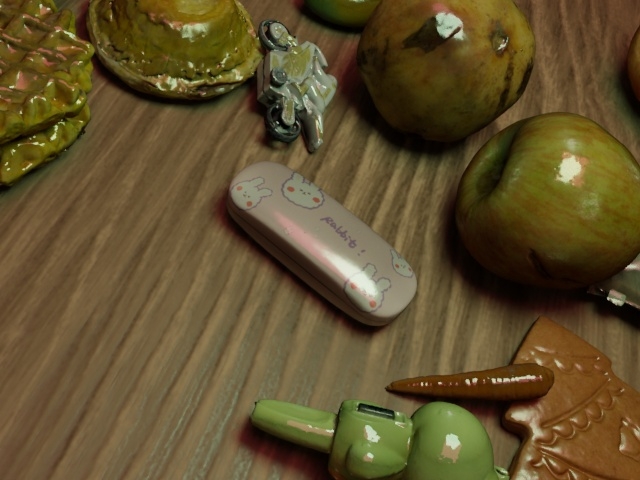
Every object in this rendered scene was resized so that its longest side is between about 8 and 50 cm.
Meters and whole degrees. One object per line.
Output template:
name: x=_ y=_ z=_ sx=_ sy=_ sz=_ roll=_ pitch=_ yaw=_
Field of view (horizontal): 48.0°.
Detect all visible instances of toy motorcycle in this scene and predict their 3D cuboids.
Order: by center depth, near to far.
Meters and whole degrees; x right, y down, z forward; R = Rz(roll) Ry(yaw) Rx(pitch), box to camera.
toy motorcycle: x=-0.034 y=-0.247 z=1.144 sx=0.151 sy=0.074 sz=0.228 roll=10 pitch=61 yaw=-35

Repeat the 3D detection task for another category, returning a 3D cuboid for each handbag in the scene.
handbag: x=0.510 y=0.017 z=1.131 sx=0.183 sy=0.117 sz=0.270 roll=24 pitch=53 yaw=9

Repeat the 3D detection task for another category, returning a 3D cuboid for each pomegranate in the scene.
pomegranate: x=0.200 y=-0.299 z=1.154 sx=0.282 sy=0.281 sz=0.281 roll=9 pitch=54 yaw=-13

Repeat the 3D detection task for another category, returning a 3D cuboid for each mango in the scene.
mango: x=0.086 y=-0.466 z=1.318 sx=0.251 sy=0.114 sz=0.156 roll=-25 pitch=75 yaw=-32

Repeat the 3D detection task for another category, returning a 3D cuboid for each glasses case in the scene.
glasses case: x=0.000 y=0.000 z=0.986 sx=0.297 sy=0.075 sz=0.113 roll=39 pitch=51 yaw=9

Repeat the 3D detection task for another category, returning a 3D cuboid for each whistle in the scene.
whistle: x=0.068 y=0.250 z=0.825 sx=0.294 sy=0.141 sz=0.141 roll=2 pitch=54 yaw=5

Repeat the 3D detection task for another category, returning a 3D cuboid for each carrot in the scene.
carrot: x=0.192 y=0.185 z=0.924 sx=0.217 sy=0.048 sz=0.048 roll=-3 pitch=56 yaw=0

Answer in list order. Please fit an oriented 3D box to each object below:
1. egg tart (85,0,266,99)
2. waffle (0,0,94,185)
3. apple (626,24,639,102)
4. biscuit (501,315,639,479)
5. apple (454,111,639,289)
egg tart: x=-0.223 y=-0.348 z=1.129 sx=0.295 sy=0.116 sz=0.294 roll=10 pitch=52 yaw=-14
waffle: x=-0.448 y=-0.197 z=0.925 sx=0.261 sy=0.151 sz=0.324 roll=40 pitch=56 yaw=4
apple: x=0.751 y=-0.342 z=1.364 sx=0.275 sy=0.299 sz=0.298 roll=27 pitch=46 yaw=-36
biscuit: x=0.347 y=0.236 z=0.960 sx=0.284 sy=0.043 sz=0.306 roll=-2 pitch=57 yaw=-20
apple: x=0.338 y=-0.050 z=1.035 sx=0.265 sy=0.264 sz=0.264 roll=9 pitch=54 yaw=-13
